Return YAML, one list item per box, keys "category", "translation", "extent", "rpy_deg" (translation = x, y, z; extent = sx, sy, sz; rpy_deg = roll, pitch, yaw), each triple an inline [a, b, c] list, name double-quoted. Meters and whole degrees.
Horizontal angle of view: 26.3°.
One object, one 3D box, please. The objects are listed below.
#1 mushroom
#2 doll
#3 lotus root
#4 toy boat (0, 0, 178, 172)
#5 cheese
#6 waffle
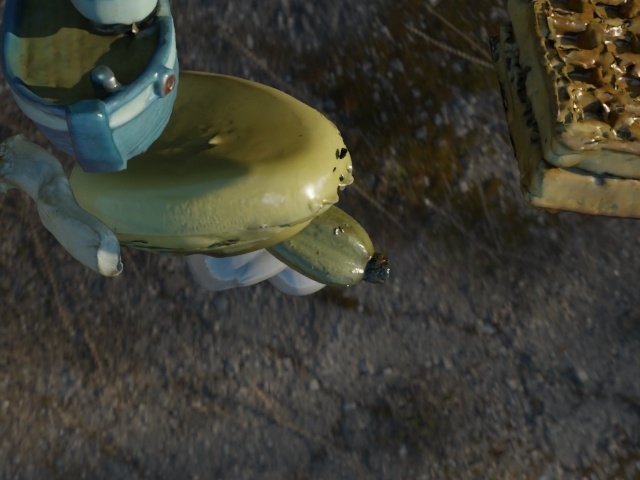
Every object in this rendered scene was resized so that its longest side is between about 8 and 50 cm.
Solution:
- category: "mushroom"
  translation: [-0.250, -0.032, 1.299]
  extent: [0.054, 0.202, 0.059]
  rpy_deg: [-28, 143, -26]
- category: "doll"
  translation: [-0.076, 0.005, 2.081]
  extent: [0.251, 0.221, 0.221]
  rpy_deg: [-28, 112, -5]
- category: "lotus root"
  translation: [0.000, 0.000, 1.613]
  extent: [0.183, 0.077, 0.090]
  rpy_deg: [29, 95, 1]
- category: "toy boat"
  translation: [-0.121, -0.123, 0.699]
  extent: [0.088, 0.215, 0.102]
  rpy_deg: [-7, 135, -4]
- category: "cheese"
  translation: [-0.114, -0.084, 1.548]
  extent: [0.316, 0.259, 0.128]
  rpy_deg: [14, 146, 25]
- category: "waffle"
  translation: [0.309, -0.114, 1.154]
  extent: [0.308, 0.212, 0.091]
  rpy_deg: [7, 138, -14]
